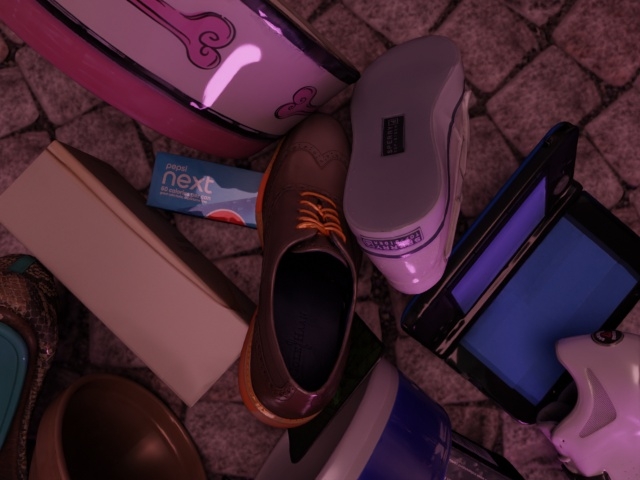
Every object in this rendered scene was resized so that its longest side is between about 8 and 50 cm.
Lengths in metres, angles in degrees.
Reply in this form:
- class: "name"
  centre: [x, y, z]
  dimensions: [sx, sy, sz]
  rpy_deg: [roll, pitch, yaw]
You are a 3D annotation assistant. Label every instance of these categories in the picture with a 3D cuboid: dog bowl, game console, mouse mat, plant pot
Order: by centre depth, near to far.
- class: "dog bowl"
  centre: [-0.159, -0.248, 0.553]
  dimensions: [0.408, 0.408, 0.150]
  rpy_deg: [42, 107, 1]
- class: "dog bowl"
  centre: [0.018, 0.256, 0.587]
  dimensions: [0.104, 0.265, 0.265]
  rpy_deg: [38, 89, -1]
- class: "plant pot"
  centre: [-0.239, 0.278, 0.608]
  dimensions: [0.110, 0.237, 0.237]
  rpy_deg: [-37, 88, 7]
- class: "mouse mat"
  centre: [0.009, 0.159, 0.627]
  dimensions: [0.007, 0.190, 0.152]
  rpy_deg: [38, 89, -7]
- class: "game console"
  centre: [0.268, 0.056, 0.643]
  dimensions: [0.173, 0.250, 0.293]
  rpy_deg: [38, 89, 28]

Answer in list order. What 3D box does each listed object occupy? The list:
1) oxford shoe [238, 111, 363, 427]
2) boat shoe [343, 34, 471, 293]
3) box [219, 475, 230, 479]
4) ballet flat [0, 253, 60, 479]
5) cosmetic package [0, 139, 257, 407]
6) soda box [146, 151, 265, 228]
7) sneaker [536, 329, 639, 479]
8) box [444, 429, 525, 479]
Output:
- class: "oxford shoe"
  centre: [0.000, 0.000, 0.561]
  dimensions: [0.130, 0.132, 0.363]
  rpy_deg: [9, 64, -14]
- class: "boat shoe"
  centre: [0.117, -0.091, 0.630]
  dimensions: [0.136, 0.156, 0.367]
  rpy_deg: [-9, 45, 19]
- class: "box"
  centre: [-0.070, 0.412, 0.697]
  dimensions: [0.207, 0.036, 0.114]
  rpy_deg: [30, 89, 1]
- class: "ballet flat"
  centre: [-0.403, 0.227, 0.625]
  dimensions: [0.164, 0.182, 0.482]
  rpy_deg: [22, 107, -16]
- class: "cosmetic package"
  centre: [-0.212, 0.037, 0.648]
  dimensions: [0.309, 0.160, 0.113]
  rpy_deg: [43, 89, 0]
- class: "soda box"
  centre: [-0.106, -0.055, 0.695]
  dimensions: [0.210, 0.067, 0.071]
  rpy_deg: [12, 88, 1]
- class: "sneaker"
  centre: [0.348, 0.259, 0.666]
  dimensions: [0.146, 0.122, 0.330]
  rpy_deg: [0, 104, 29]
- class: "box"
  centre: [0.132, 0.340, 0.662]
  dimensions: [0.153, 0.108, 0.207]
  rpy_deg: [30, 89, 1]
